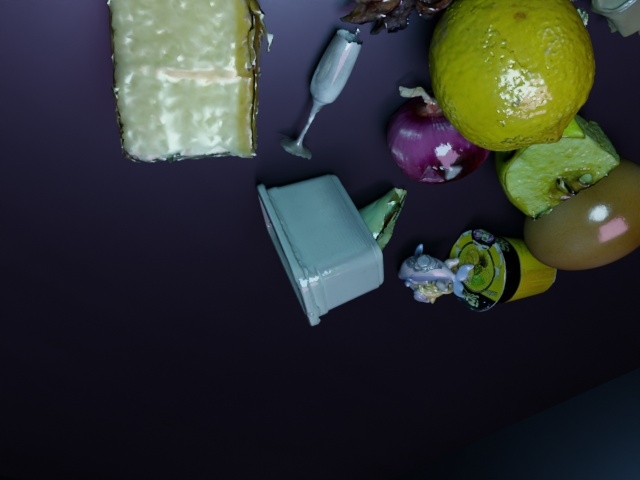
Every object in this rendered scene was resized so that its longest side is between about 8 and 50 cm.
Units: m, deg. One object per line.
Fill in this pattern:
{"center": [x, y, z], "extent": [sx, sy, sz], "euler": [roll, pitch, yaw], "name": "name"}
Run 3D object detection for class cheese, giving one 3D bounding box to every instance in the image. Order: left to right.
{"center": [0.618, -0.448, 1.029], "extent": [0.202, 0.091, 0.175], "euler": [23, 127, -35], "name": "cheese"}

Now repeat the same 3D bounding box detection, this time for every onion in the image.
{"center": [0.245, -0.200, 1.118], "extent": [0.207, 0.201, 0.201], "euler": [-4, 137, -22], "name": "onion"}

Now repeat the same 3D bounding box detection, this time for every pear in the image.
{"center": [0.468, -0.194, 1.213], "extent": [0.255, 0.164, 0.238], "euler": [22, 136, -29], "name": "pear"}

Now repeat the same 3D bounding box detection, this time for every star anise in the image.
{"center": [0.145, -0.393, 0.879], "extent": [0.272, 0.102, 0.272], "euler": [-17, 163, -5], "name": "star anise"}

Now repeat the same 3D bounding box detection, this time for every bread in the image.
{"center": [-0.192, -0.296, 0.814], "extent": [0.248, 0.279, 0.315], "euler": [-4, 150, -3], "name": "bread"}

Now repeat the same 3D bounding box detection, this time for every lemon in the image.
{"center": [0.313, -0.298, 0.936], "extent": [0.258, 0.310, 0.258], "euler": [-21, -178, 1], "name": "lemon"}

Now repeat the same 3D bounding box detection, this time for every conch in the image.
{"center": [0.106, -0.007, 1.299], "extent": [0.250, 0.137, 0.143], "euler": [-37, 165, 28], "name": "conch"}

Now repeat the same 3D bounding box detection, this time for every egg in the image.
{"center": [0.641, -0.059, 1.339], "extent": [0.250, 0.250, 0.322], "euler": [21, 133, -34], "name": "egg"}

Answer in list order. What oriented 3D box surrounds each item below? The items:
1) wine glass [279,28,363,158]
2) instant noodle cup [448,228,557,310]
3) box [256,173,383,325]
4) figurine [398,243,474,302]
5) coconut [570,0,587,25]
{"center": [0.003, -0.274, 1.043], "extent": [0.074, 0.074, 0.262], "euler": [9, 131, -26], "name": "wine glass"}
{"center": [0.496, 0.075, 1.496], "extent": [0.236, 0.215, 0.215], "euler": [-2, 137, -28], "name": "instant noodle cup"}
{"center": [0.000, 0.000, 1.167], "extent": [0.182, 0.312, 0.175], "euler": [-20, 140, -8], "name": "box"}
{"center": [0.298, 0.099, 1.478], "extent": [0.208, 0.128, 0.184], "euler": [9, 153, 36], "name": "figurine"}
{"center": [0.395, -0.427, 0.999], "extent": [0.133, 0.055, 0.158], "euler": [-13, 134, 34], "name": "coconut"}
